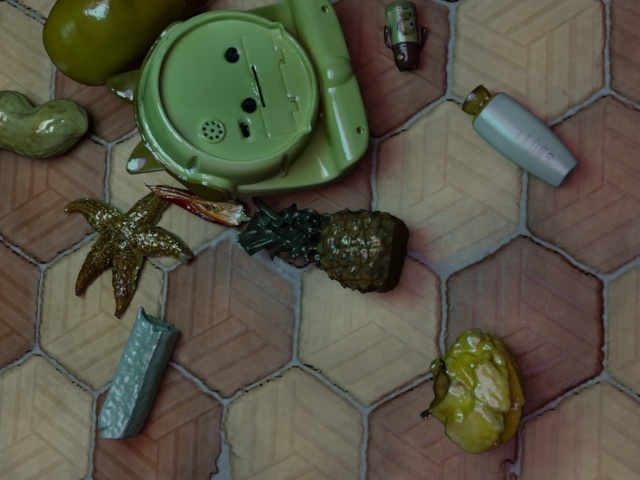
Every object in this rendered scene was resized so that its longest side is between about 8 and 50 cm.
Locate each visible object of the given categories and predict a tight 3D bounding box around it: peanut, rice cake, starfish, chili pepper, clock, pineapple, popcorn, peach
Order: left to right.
[{"bbox_3d":[-0.483,-0.188,1.656,0.230,0.098,0.103,10,114,15],"label":"peanut"},{"bbox_3d":[-0.304,-0.338,1.545,0.251,0.251,0.153,-27,105,13],"label":"peach"},{"bbox_3d":[-0.316,0.000,1.613,0.241,0.043,0.227,28,92,20],"label":"starfish"},{"bbox_3d":[-0.279,0.209,1.568,0.063,0.069,0.206,21,88,20],"label":"rice cake"},{"bbox_3d":[-0.188,-0.056,1.567,0.178,0.027,0.045,16,84,-1],"label":"chili pepper"},{"bbox_3d":[-0.121,-0.200,1.461,0.349,0.117,0.286,-13,80,-15],"label":"clock"},{"bbox_3d":[0.000,0.001,1.477,0.248,0.128,0.128,13,88,23],"label":"pineapple"},{"bbox_3d":[0.213,0.206,1.376,0.152,0.148,0.167,3,59,-11],"label":"popcorn"}]

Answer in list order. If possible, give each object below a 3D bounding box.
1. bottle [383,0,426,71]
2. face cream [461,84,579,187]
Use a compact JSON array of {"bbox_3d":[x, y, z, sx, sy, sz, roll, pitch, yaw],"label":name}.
[{"bbox_3d":[0.125,-0.300,1.504,0.063,0.047,0.101,-8,83,6],"label":"bottle"},{"bbox_3d":[0.281,-0.148,1.438,0.182,0.051,0.072,42,98,16],"label":"face cream"}]
